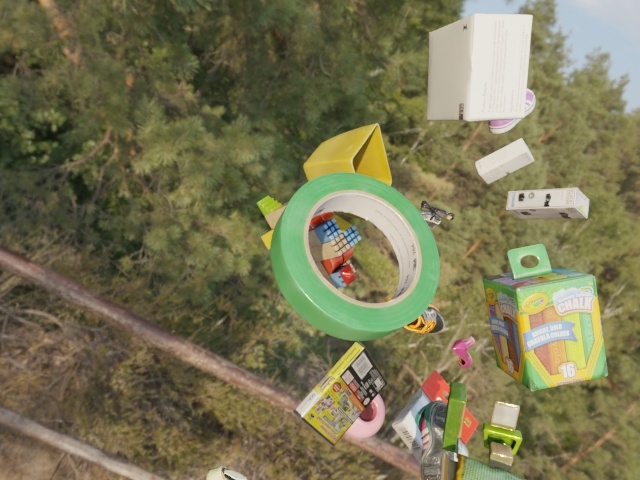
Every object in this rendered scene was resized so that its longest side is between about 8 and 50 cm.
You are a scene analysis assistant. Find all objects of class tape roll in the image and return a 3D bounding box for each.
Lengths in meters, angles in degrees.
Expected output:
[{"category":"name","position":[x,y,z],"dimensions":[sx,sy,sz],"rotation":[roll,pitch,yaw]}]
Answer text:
[{"category":"tape roll","position":[0.068,0.025,0.894],"dimensions":[0.321,0.077,0.321],"rotation":[10,62,-18]}]

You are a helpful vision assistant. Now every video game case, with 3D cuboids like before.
[{"category":"video game case","position":[0.067,0.433,1.316],"dimensions":[0.035,0.248,0.275],"rotation":[33,-18,38]}]

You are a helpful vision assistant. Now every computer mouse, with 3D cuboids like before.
[{"category":"computer mouse","position":[0.326,-0.073,1.420],"dimensions":[0.106,0.042,0.193],"rotation":[17,-12,-3]}]

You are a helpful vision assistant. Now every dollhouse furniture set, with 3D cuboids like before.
[{"category":"dollhouse furniture set","position":[0.389,0.486,1.105],"dimensions":[0.198,0.151,0.301],"rotation":[9,13,15]}]

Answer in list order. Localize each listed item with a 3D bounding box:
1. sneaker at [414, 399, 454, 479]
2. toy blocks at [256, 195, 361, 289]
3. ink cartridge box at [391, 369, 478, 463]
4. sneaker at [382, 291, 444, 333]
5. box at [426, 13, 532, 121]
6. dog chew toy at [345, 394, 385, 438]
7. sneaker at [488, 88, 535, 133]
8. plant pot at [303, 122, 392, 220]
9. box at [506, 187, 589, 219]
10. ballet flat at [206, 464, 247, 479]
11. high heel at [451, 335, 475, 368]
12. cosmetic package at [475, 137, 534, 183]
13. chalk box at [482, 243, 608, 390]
[{"category":"sneaker","position":[0.399,0.712,1.689],"dimensions":[0.124,0.295,0.178],"rotation":[11,-8,3]},{"category":"toy blocks","position":[0.000,0.000,1.412],"dimensions":[0.191,0.261,0.381],"rotation":[-36,101,-36]},{"category":"ink cartridge box","position":[0.506,0.755,1.951],"dimensions":[0.385,0.091,0.308],"rotation":[-33,82,-42]},{"category":"sneaker","position":[0.251,0.207,1.227],"dimensions":[0.215,0.084,0.083],"rotation":[23,19,-32]},{"category":"box","position":[0.297,-0.323,0.912],"dimensions":[0.119,0.180,0.182],"rotation":[-4,15,-12]},{"category":"dog chew toy","position":[0.127,0.702,1.942],"dimensions":[0.207,0.206,0.332],"rotation":[26,-27,-8]},{"category":"sneaker","position":[0.641,-0.489,1.581],"dimensions":[0.102,0.161,0.282],"rotation":[6,38,40]},{"category":"plant pot","position":[0.075,-0.205,1.422],"dimensions":[0.187,0.212,0.212],"rotation":[4,42,30]},{"category":"box","position":[0.991,-0.157,2.069],"dimensions":[0.290,0.087,0.169],"rotation":[1,-14,45]},{"category":"ballet flat","position":[-0.234,0.768,1.438],"dimensions":[0.248,0.086,0.086],"rotation":[43,14,-12]},{"category":"high heel","position":[0.645,0.542,2.199],"dimensions":[0.117,0.244,0.082],"rotation":[-21,52,-16]},{"category":"cosmetic package","position":[0.863,-0.369,2.219],"dimensions":[0.117,0.231,0.085],"rotation":[25,47,-47]},{"category":"chalk box","position":[0.494,0.157,1.067],"dimensions":[0.180,0.288,0.179],"rotation":[-11,4,-3]}]
